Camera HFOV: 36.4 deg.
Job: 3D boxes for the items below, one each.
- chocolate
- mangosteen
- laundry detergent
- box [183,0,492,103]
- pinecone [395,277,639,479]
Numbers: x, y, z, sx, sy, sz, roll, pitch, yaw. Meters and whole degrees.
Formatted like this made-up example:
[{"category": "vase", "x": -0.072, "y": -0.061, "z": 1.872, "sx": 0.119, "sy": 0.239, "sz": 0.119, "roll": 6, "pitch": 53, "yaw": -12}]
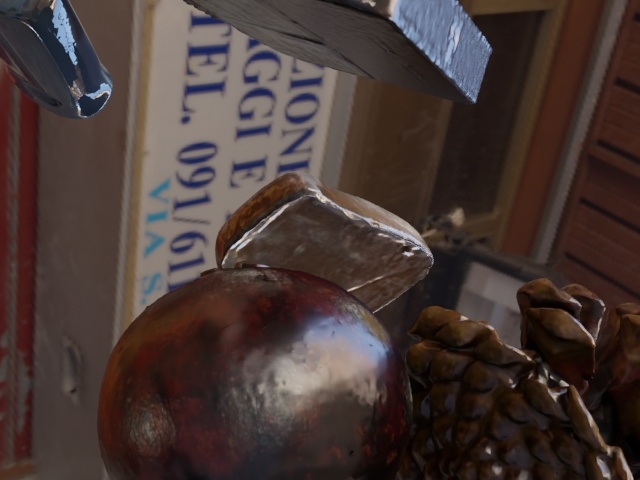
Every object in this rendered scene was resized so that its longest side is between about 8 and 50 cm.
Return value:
[{"category": "chocolate", "x": 0.001, "y": -0.002, "z": 1.052, "sx": 0.157, "sy": 0.254, "sz": 0.080, "roll": -37, "pitch": -129, "yaw": 28}, {"category": "mangosteen", "x": -0.056, "y": 0.172, "z": 0.887, "sx": 0.311, "sy": 0.311, "sz": 0.311, "roll": 18, "pitch": -66, "yaw": 45}, {"category": "laundry detergent", "x": -0.205, "y": -0.146, "z": 0.713, "sx": 0.097, "sy": 0.061, "sz": 0.206, "roll": 26, "pitch": -14, "yaw": 12}, {"category": "box", "x": 0.002, "y": -0.176, "z": 0.732, "sx": 0.211, "sy": 0.350, "sz": 0.058, "roll": 19, "pitch": -84, "yaw": 17}, {"category": "pinecone", "x": 0.263, "y": 0.200, "z": 0.966, "sx": 0.385, "sy": 0.385, "sz": 0.384, "roll": 18, "pitch": -66, "yaw": 45}]
